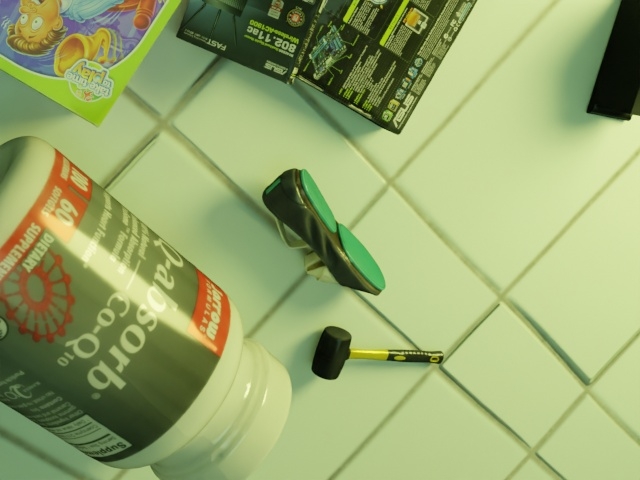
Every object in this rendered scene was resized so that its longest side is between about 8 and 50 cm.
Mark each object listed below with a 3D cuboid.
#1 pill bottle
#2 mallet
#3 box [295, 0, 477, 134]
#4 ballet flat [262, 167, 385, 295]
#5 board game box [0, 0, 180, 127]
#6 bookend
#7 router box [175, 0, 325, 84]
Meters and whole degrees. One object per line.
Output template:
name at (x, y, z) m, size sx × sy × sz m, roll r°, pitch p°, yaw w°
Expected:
pill bottle at (-0.207, 0.089, 0.795) m, size 0.210 × 0.210 × 0.363 m, roll -46°, pitch 121°, yaw 0°
mallet at (0.079, 0.136, 1.039) m, size 0.190 × 0.039 × 0.062 m, roll -1°, pitch 114°, yaw -27°
box at (0.055, -0.235, 0.874) m, size 0.184 × 0.045 × 0.190 m, roll 25°, pitch 100°, yaw -26°
ballet flat at (0.000, 0.000, 0.936) m, size 0.074 × 0.074 × 0.203 m, roll -41°, pitch 126°, yaw -3°
board game box at (-0.279, -0.288, 0.690) m, size 0.347 × 0.078 × 0.233 m, roll 31°, pitch 96°, yaw -30°
bookend at (0.414, -0.206, 0.971) m, size 0.072 × 0.157 × 0.156 m, roll 6°, pitch 107°, yaw -24°
router box at (-0.068, -0.217, 0.802) m, size 0.123 × 0.038 × 0.092 m, roll 22°, pitch 102°, yaw 0°
